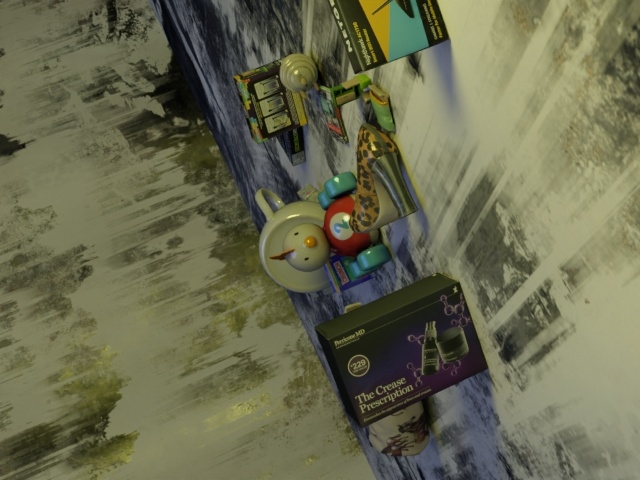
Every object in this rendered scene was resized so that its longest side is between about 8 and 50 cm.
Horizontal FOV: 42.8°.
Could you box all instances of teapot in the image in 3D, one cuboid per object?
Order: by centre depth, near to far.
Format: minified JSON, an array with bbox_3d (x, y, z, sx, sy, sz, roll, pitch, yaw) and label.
[{"bbox_3d":[-0.040,-0.002,2.101,0.187,0.253,0.256,-86,-4,-68],"label":"teapot"}]

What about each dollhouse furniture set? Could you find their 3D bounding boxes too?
[{"bbox_3d":[0.073,-0.248,1.479,0.151,0.059,0.076,-128,18,-52],"label":"dollhouse furniture set"}]

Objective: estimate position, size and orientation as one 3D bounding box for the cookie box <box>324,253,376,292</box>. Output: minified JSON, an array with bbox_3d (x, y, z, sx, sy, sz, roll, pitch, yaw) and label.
[{"bbox_3d":[0.069,0.066,1.987,0.040,0.107,0.091,-169,57,-77],"label":"cookie box"}]

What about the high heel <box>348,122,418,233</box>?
[{"bbox_3d":[0.090,-0.115,1.572,0.186,0.093,0.261,66,157,0],"label":"high heel"}]

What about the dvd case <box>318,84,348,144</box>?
[{"bbox_3d":[0.026,-0.272,1.766,0.087,0.013,0.119,43,155,63],"label":"dvd case"}]

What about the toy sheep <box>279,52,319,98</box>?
[{"bbox_3d":[-0.045,-0.356,1.753,0.132,0.091,0.091,-124,15,-59],"label":"toy sheep"}]

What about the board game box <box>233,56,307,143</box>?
[{"bbox_3d":[-0.119,-0.339,1.979,0.048,0.141,0.170,48,158,53],"label":"board game box"}]

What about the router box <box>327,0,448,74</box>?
[{"bbox_3d":[0.080,-0.331,1.102,0.046,0.133,0.178,-165,52,-77],"label":"router box"}]

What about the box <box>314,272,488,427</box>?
[{"bbox_3d":[0.147,0.196,1.490,0.103,0.261,0.184,-160,48,-75],"label":"box"}]

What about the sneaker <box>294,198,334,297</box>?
[{"bbox_3d":[-0.035,0.021,2.329,0.112,0.131,0.296,92,154,-69],"label":"sneaker"}]

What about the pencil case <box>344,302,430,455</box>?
[{"bbox_3d":[0.155,0.343,2.003,0.183,0.160,0.410,30,144,48],"label":"pencil case"}]

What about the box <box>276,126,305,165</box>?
[{"bbox_3d":[-0.101,-0.323,2.180,0.190,0.045,0.184,84,162,-58],"label":"box"}]

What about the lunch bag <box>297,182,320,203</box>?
[{"bbox_3d":[-0.012,-0.104,2.168,0.083,0.053,0.071,52,175,-27],"label":"lunch bag"}]

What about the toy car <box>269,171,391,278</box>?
[{"bbox_3d":[0.000,0.000,1.845,0.210,0.238,0.219,126,120,-77],"label":"toy car"}]
